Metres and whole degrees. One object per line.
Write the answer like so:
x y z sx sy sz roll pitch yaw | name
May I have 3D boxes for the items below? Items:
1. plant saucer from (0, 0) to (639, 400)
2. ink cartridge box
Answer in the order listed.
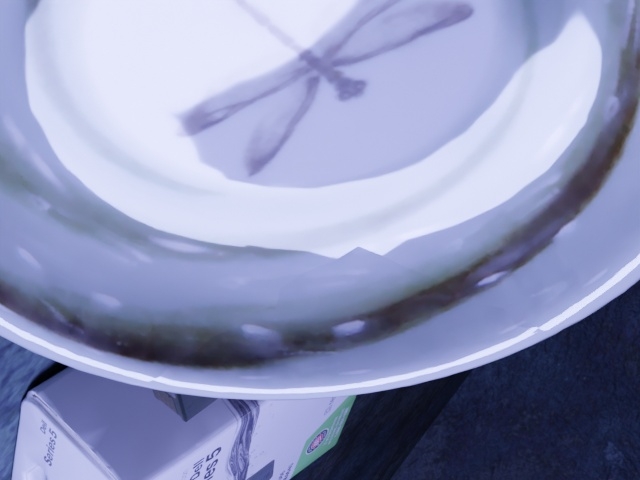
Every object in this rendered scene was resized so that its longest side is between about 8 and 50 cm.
-0.011 -0.078 0.648 0.400 0.400 0.100 111 -20 -46 | plant saucer
-0.095 0.139 1.116 0.273 0.115 0.198 -32 155 -35 | ink cartridge box
